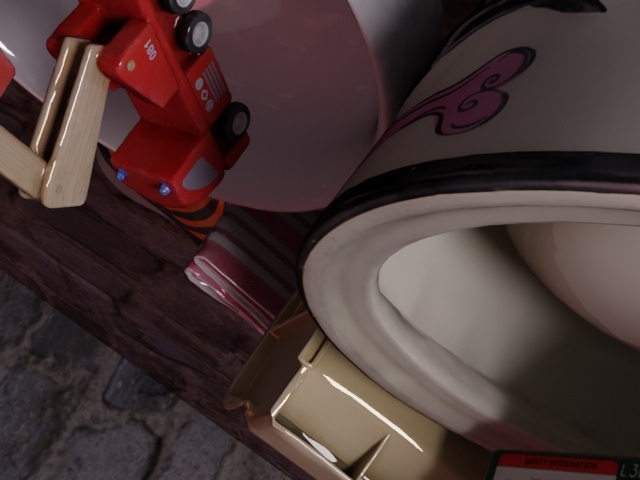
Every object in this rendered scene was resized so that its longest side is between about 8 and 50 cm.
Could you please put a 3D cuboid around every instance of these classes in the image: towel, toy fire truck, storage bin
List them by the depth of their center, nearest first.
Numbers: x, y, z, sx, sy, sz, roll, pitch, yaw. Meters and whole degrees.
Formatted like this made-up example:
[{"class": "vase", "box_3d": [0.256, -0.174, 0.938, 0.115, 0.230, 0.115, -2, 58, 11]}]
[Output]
[{"class": "toy fire truck", "box_3d": [-0.104, -0.063, 0.495, 0.047, 0.135, 0.192, 20, 151, 28]}, {"class": "storage bin", "box_3d": [0.114, 0.087, 0.727, 0.262, 0.260, 0.123, 39, 156, -9]}, {"class": "towel", "box_3d": [0.000, 0.000, 0.812, 0.144, 0.197, 0.029, 43, 140, -13]}]

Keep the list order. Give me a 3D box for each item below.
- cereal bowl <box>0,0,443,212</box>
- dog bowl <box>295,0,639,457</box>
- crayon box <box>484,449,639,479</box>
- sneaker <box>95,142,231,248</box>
[{"class": "cereal bowl", "box_3d": [-0.077, -0.175, 0.586, 0.339, 0.141, 0.339, 28, 155, 14]}, {"class": "dog bowl", "box_3d": [0.203, 0.019, 0.487, 0.408, 0.150, 0.408, 19, 159, 7]}, {"class": "crayon box", "box_3d": [0.293, 0.203, 0.495, 0.313, 0.106, 0.363, 31, 158, -26]}, {"class": "sneaker", "box_3d": [-0.082, -0.057, 0.911, 0.321, 0.124, 0.180, 29, 161, 17]}]
